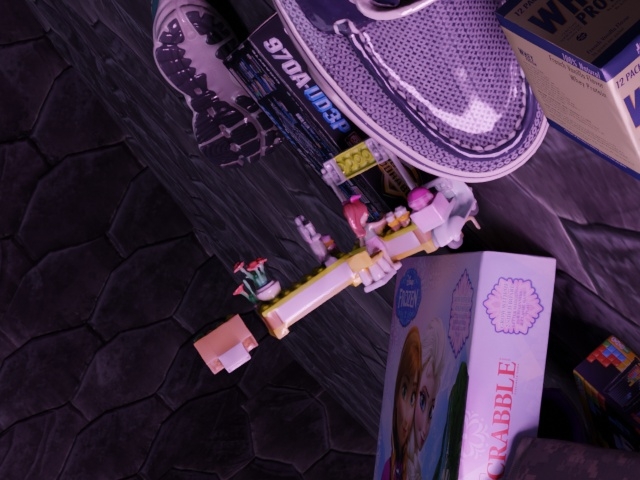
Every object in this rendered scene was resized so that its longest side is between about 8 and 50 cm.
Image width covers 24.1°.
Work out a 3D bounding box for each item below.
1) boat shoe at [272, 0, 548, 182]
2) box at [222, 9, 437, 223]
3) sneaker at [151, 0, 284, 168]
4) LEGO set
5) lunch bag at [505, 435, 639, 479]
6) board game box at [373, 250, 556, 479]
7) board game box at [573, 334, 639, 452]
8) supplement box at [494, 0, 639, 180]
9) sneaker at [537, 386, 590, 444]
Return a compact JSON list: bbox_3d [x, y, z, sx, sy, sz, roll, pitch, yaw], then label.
[{"bbox_3d":[0.025,-0.157,0.744,0.340,0.127,0.158,52,179,-19],"label":"boat shoe"},{"bbox_3d":[0.007,-0.107,1.382,0.220,0.051,0.175,50,172,-7],"label":"box"},{"bbox_3d":[-0.108,-0.181,1.599,0.275,0.107,0.110,67,-179,-51],"label":"sneaker"},{"bbox_3d":[0.000,0.000,1.275,0.107,0.287,0.132,57,-153,-7],"label":"LEGO set"},{"bbox_3d":[0.284,0.280,1.096,0.287,0.169,0.235,40,159,-25],"label":"lunch bag"},{"bbox_3d":[0.113,0.170,1.313,0.066,0.318,0.319,7,177,-9],"label":"board game box"},{"bbox_3d":[0.278,0.169,1.222,0.141,0.048,0.170,46,172,31],"label":"board game box"},{"bbox_3d":[0.141,-0.085,0.723,0.083,0.056,0.083,40,169,49],"label":"supplement box"},{"bbox_3d":[0.192,0.222,1.258,0.104,0.095,0.236,82,-175,-51],"label":"sneaker"}]
